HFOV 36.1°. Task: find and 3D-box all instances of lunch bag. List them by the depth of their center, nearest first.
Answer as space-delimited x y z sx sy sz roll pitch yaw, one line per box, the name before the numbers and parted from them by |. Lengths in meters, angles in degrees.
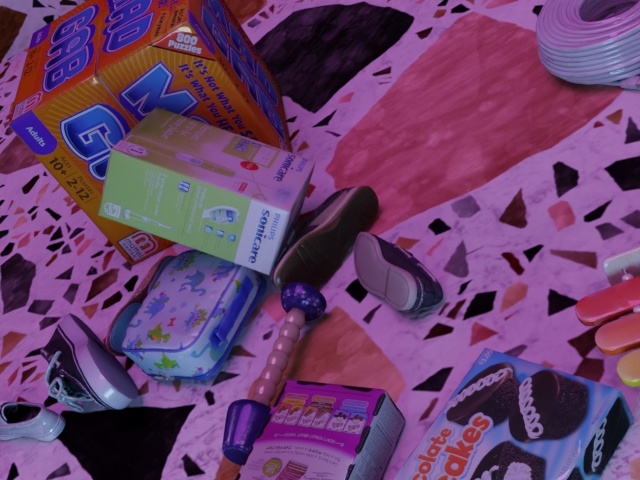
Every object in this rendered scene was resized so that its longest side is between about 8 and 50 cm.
lunch bag | -0.193 0.114 1.523 0.176 0.090 0.219 -5 44 36

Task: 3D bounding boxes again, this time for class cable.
cable | 0.459 -0.347 1.539 0.257 0.089 0.257 6 52 43

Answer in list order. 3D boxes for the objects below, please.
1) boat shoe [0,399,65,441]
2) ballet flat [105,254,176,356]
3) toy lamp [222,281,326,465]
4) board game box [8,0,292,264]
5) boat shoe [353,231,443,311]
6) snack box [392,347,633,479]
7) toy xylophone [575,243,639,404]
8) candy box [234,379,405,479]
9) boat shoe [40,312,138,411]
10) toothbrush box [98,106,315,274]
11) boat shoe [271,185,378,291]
boat shoe | -0.492 0.286 1.585 0.184 0.063 0.066 3 49 40
ballet flat | -0.293 0.115 1.640 0.206 0.073 0.067 -55 12 -31
toy lamp | -0.063 0.182 1.351 0.080 0.080 0.275 -7 42 34
board game box | -0.298 -0.252 1.809 0.356 0.356 0.357 -27 36 12
boat shoe | 0.107 0.045 1.407 0.064 0.075 0.206 3 20 -23
snack box | 0.174 0.274 1.060 0.187 0.060 0.322 13 57 47
toy xylophone | 0.422 0.111 1.034 0.236 0.081 0.323 -27 36 10
candy box | -0.014 0.287 1.189 0.159 0.071 0.233 0 47 38
boat shoe | -0.380 0.209 1.546 0.105 0.113 0.306 -48 34 -7
toothbrush box | -0.173 -0.084 1.545 0.283 0.122 0.206 21 28 2
boat shoe | 0.000 -0.001 1.521 0.223 0.080 0.073 -47 28 -21
